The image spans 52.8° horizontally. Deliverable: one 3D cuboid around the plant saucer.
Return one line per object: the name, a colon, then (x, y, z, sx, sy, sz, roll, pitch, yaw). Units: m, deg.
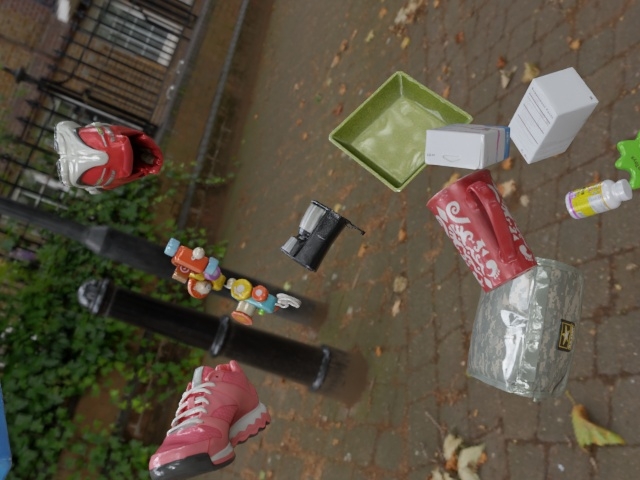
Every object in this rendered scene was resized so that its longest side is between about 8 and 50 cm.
plant saucer: (0.143, -0.188, 1.150, 0.188, 0.045, 0.188, -44, 59, -6)

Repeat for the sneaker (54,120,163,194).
sneaker: (-0.279, -0.113, 0.909, 0.279, 0.118, 0.107, -114, 25, -79)

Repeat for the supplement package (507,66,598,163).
supplement package: (0.502, -0.270, 1.412, 0.179, 0.105, 0.105, 99, 150, -62)

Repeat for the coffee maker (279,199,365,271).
coffee maker: (0.000, 0.000, 1.813, 0.171, 0.120, 0.178, 31, 88, 27)

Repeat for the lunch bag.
lunch bag: (0.375, 0.157, 1.174, 0.287, 0.169, 0.235, 40, -118, -81)

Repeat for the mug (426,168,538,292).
mug: (0.250, -0.011, 1.002, 0.113, 0.150, 0.169, -33, 77, 23)

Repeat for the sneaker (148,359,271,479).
sneaker: (-0.182, 0.267, 0.984, 0.116, 0.136, 0.314, -21, -3, 13)

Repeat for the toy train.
toy train: (-0.111, 0.056, 0.739, 0.046, 0.166, 0.125, -66, 20, -13)

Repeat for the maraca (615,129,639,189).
maraca: (0.588, -0.154, 1.089, 0.186, 0.127, 0.099, -30, -11, -3)

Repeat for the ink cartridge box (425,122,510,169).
ink cartridge box: (0.219, -0.142, 0.956, 0.089, 0.122, 0.052, 10, 110, 31)

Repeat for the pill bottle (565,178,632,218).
pill bottle: (0.402, -0.062, 0.932, 0.083, 0.043, 0.043, -21, 48, 45)

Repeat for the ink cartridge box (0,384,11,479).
ink cartridge box: (-0.555, 0.251, 0.615, 0.285, 0.395, 0.166, -59, 39, 13)
